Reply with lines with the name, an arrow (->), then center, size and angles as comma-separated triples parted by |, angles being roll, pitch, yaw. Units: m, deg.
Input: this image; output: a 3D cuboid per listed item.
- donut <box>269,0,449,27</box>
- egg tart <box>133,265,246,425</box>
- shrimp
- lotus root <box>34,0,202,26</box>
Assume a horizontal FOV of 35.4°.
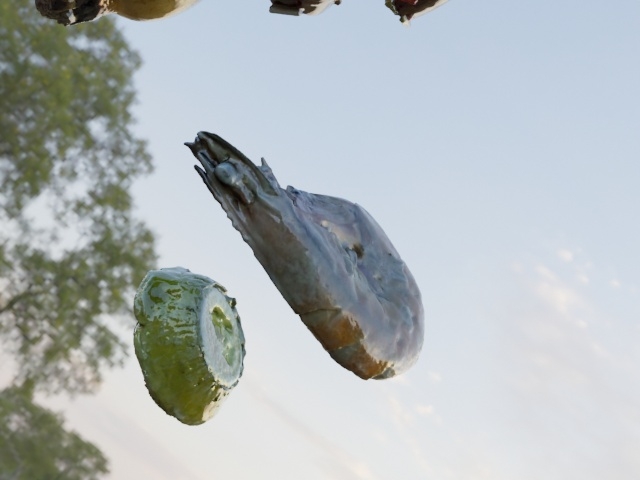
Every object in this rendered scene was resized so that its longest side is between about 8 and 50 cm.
donut -> 0.103, -0.360, 1.186 | 0.259, 0.345, 0.136 | -22, -96, 37
egg tart -> -0.142, 0.118, 1.167 | 0.078, 0.197, 0.197 | -13, -47, 20
shrimp -> 0.000, 0.000, 0.962 | 0.062, 0.164, 0.317 | -29, -68, 37
lotus root -> -0.209, -0.355, 1.213 | 0.183, 0.310, 0.183 | 35, -23, 17
